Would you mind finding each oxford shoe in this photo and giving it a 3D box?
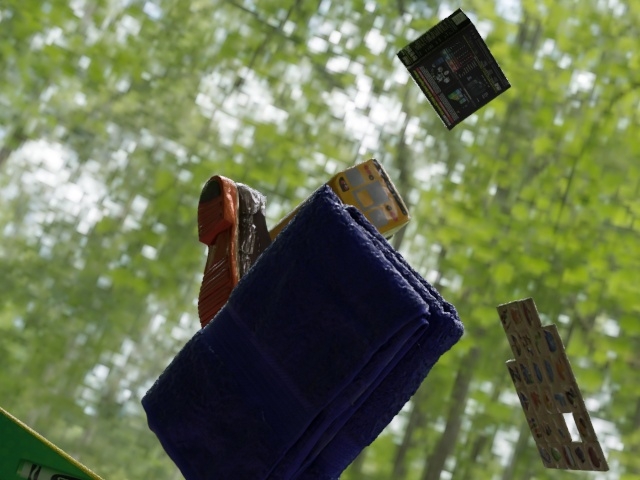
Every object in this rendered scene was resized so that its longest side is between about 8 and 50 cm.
[{"bbox_3d":[-0.102,0.044,1.824,0.098,0.271,0.097,13,-26,-33],"label":"oxford shoe"}]

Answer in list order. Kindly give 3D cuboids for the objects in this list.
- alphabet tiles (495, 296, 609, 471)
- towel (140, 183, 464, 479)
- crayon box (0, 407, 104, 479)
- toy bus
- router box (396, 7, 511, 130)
[{"bbox_3d":[0.297,0.192,1.815,0.009,0.237,0.198,-19,-3,-15],"label":"alphabet tiles"},{"bbox_3d":[-0.031,0.122,1.329,0.227,0.308,0.076,46,11,30],"label":"towel"},{"bbox_3d":[-0.161,0.208,0.896,0.278,0.081,0.165,35,-23,1],"label":"crayon box"},{"bbox_3d":[0.000,0.000,2.020,0.108,0.130,0.332,59,-38,6],"label":"toy bus"},{"bbox_3d":[0.156,-0.198,1.592,0.122,0.092,0.038,49,8,-45],"label":"router box"}]
